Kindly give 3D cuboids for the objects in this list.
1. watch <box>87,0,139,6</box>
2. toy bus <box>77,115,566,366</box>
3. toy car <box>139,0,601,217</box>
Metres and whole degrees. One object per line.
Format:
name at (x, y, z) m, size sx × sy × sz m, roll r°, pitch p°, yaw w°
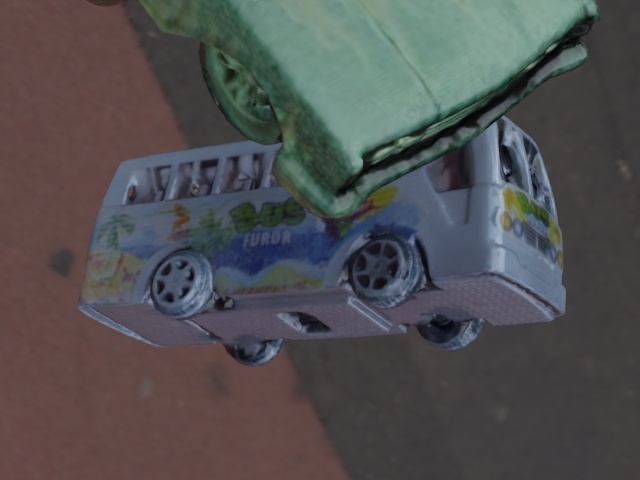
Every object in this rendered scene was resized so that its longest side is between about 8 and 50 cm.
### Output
watch at (-0.058, -0.374, 1.646) m, size 0.335 × 0.314 × 0.327 m, roll 72°, pitch 30°, yaw -64°
toy bus at (0.000, 0.000, 1.252) m, size 0.109 × 0.329 × 0.136 m, roll 34°, pitch 57°, yaw -50°
toy car at (-0.042, -0.165, 0.672) m, size 0.141 × 0.321 × 0.097 m, roll -33°, pitch 170°, yaw -27°
